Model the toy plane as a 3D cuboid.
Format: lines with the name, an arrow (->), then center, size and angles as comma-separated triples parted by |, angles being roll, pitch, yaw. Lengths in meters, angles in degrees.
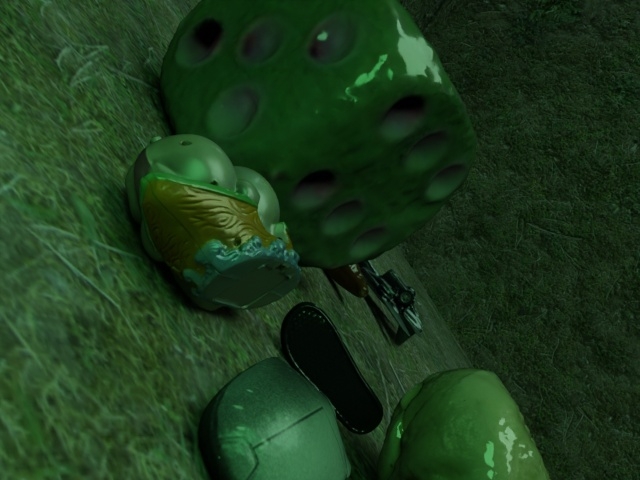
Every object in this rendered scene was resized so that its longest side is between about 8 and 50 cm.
toy plane -> 0.128, 0.086, 1.459 | 0.267, 0.088, 0.212 | 57, 9, 4

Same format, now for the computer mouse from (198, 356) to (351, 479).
computer mouse -> -0.018, 0.145, 0.549 | 0.113, 0.068, 0.229 | 60, 10, 12

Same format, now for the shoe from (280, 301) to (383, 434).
shoe -> 0.010, 0.138, 0.761 | 0.159, 0.062, 0.053 | 55, -4, -3

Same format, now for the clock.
clock -> -0.092, -0.018, 0.625 | 0.144, 0.103, 0.231 | 58, 7, 20

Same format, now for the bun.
bun -> 0.138, 0.252, 0.705 | 0.259, 0.160, 0.259 | 168, -90, -87

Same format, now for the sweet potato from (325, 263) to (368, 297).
sweet potato -> 0.003, -0.004, 1.231 | 0.255, 0.058, 0.078 | 53, 29, 7

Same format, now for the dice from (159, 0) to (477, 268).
dice -> 0.000, -0.169, 0.950 | 0.322, 0.318, 0.330 | 41, 16, -56
